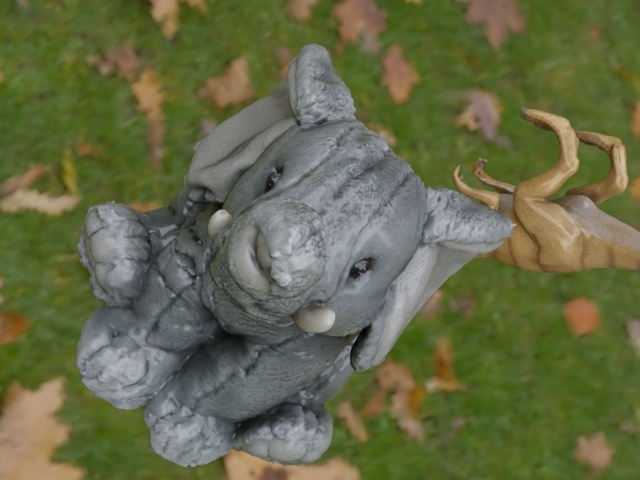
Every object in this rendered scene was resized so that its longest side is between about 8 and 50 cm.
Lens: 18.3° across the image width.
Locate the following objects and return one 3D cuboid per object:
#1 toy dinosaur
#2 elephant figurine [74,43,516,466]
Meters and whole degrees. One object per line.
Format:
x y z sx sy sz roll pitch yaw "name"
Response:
0.137 -0.007 1.077 0.064 0.211 0.112 25 78 -57 "toy dinosaur"
0.000 0.000 0.890 0.169 0.239 0.186 14 57 -23 "elephant figurine"
